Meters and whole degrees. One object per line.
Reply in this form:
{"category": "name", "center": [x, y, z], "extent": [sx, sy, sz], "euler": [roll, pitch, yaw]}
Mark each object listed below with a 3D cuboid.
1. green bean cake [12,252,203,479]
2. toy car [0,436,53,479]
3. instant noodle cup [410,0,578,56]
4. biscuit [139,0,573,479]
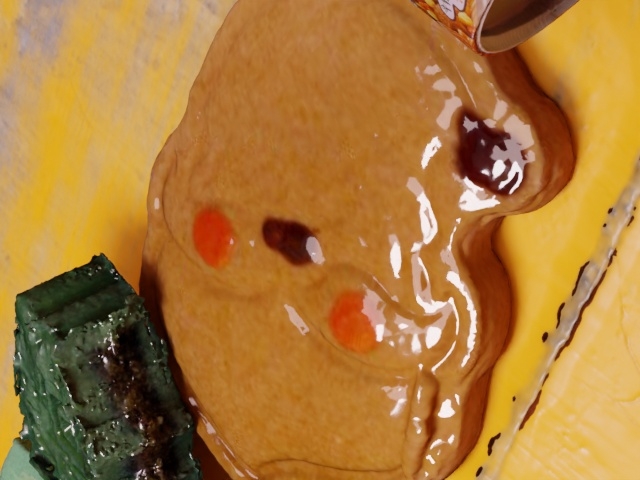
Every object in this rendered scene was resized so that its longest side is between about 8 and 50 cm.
{"category": "green bean cake", "center": [-0.172, 0.139, 1.373], "extent": [0.193, 0.107, 0.208], "euler": [44, 143, 41]}
{"category": "toy car", "center": [-0.192, 0.291, 1.453], "extent": [0.320, 0.097, 0.141], "euler": [32, 111, 41]}
{"category": "instant noodle cup", "center": [0.100, -0.248, 1.026], "extent": [0.192, 0.250, 0.250], "euler": [47, 126, 13]}
{"category": "biscuit", "center": [-0.001, 0.000, 1.273], "extent": [0.349, 0.078, 0.455], "euler": [34, 120, 37]}
